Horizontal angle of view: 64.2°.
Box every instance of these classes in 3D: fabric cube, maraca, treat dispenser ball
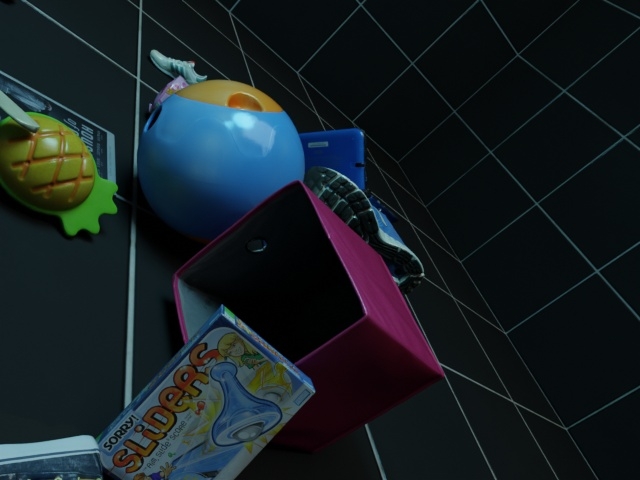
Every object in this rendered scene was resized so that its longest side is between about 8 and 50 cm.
[{"bbox_3d":[-0.020,0.121,0.749,0.258,0.254,0.259,39,20,-47],"label":"fabric cube"},{"bbox_3d":[-0.362,-0.089,0.702,0.186,0.099,0.127,53,52,-31],"label":"maraca"},{"bbox_3d":[-0.171,-0.133,0.900,0.288,0.288,0.288,41,21,-20],"label":"treat dispenser ball"}]

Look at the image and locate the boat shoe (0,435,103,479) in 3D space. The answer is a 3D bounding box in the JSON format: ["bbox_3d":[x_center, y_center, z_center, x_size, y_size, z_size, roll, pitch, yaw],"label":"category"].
[{"bbox_3d":[-0.253,0.215,0.413,0.183,0.065,0.083,17,36,-57],"label":"boat shoe"}]

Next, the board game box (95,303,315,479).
[{"bbox_3d":[-0.123,0.187,0.542,0.136,0.201,0.035,43,-1,-14],"label":"board game box"}]

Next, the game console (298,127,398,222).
[{"bbox_3d":[0.054,-0.172,1.409,0.173,0.293,0.250,-10,102,-46],"label":"game console"}]

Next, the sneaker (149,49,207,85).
[{"bbox_3d":[-0.385,-0.476,1.397,0.161,0.075,0.057,39,22,-26],"label":"sneaker"}]

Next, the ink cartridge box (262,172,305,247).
[{"bbox_3d":[0.000,0.000,1.210,0.270,0.151,0.395,33,27,-36],"label":"ink cartridge box"}]

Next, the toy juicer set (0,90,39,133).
[{"bbox_3d":[-0.522,-0.183,0.558,0.329,0.089,0.209,-7,54,-53],"label":"toy juicer set"}]

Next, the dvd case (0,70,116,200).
[{"bbox_3d":[-0.434,-0.168,0.797,0.238,0.029,0.179,29,28,-42],"label":"dvd case"}]

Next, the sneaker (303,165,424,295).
[{"bbox_3d":[0.074,-0.024,1.058,0.330,0.129,0.147,47,9,-21],"label":"sneaker"}]

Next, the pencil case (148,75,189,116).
[{"bbox_3d":[-0.256,-0.243,1.181,0.284,0.124,0.124,41,21,-22],"label":"pencil case"}]
